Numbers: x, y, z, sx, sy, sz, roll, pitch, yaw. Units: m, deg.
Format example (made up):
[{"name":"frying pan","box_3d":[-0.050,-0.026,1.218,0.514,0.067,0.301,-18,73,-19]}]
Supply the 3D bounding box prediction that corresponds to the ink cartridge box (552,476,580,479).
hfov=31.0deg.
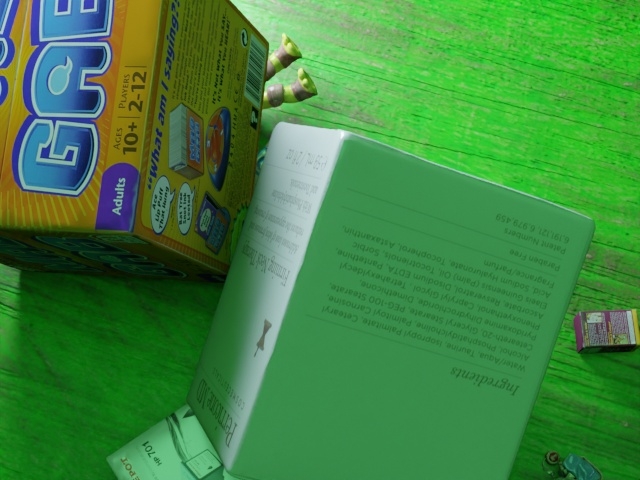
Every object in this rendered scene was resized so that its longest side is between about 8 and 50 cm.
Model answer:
[{"name":"ink cartridge box","box_3d":[0.288,0.436,1.455,0.232,0.168,0.171,-34,89,-11]}]

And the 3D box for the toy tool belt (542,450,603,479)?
[{"name":"toy tool belt","box_3d":[0.347,0.314,1.575,0.083,0.051,0.052,38,75,12]}]

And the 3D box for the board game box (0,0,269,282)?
[{"name":"board game box","box_3d":[-0.306,-0.154,1.507,0.356,0.356,0.356,3,80,17]}]

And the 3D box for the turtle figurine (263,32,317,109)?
[{"name":"turtle figurine","box_3d":[-0.115,-0.200,1.721,0.217,0.087,0.269,-27,51,10]}]

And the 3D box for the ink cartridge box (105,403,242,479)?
[{"name":"ink cartridge box","box_3d":[-0.171,0.304,1.563,0.190,0.082,0.140,-33,75,-12]}]

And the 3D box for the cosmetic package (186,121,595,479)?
[{"name":"cosmetic package","box_3d":[0.068,0.094,1.403,0.327,0.329,0.394,18,92,-17]}]

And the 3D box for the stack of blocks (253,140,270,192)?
[{"name":"stack of blocks","box_3d":[0.000,0.000,1.662,0.297,0.087,0.171,40,76,12]}]

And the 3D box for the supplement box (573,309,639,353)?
[{"name":"supplement box","box_3d":[0.408,0.130,1.641,0.083,0.043,0.055,-1,71,-1]}]
